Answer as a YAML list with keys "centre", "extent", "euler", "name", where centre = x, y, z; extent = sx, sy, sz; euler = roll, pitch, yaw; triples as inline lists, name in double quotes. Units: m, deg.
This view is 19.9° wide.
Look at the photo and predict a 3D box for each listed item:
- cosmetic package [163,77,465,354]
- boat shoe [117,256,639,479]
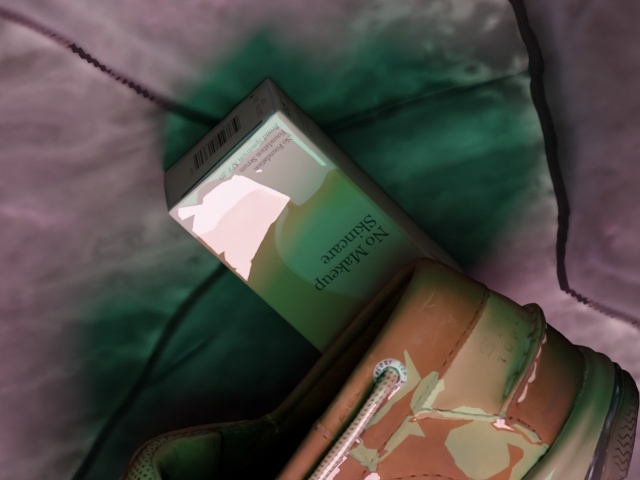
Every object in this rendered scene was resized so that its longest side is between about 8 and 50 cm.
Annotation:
- centre: [0.000, 0.000, 0.701]
  extent: [0.060, 0.041, 0.115]
  euler: [-44, 112, 11]
  name: "cosmetic package"
- centre: [-0.030, 0.120, 0.696]
  extent: [0.120, 0.122, 0.324]
  euler: [42, 113, -13]
  name: "boat shoe"
